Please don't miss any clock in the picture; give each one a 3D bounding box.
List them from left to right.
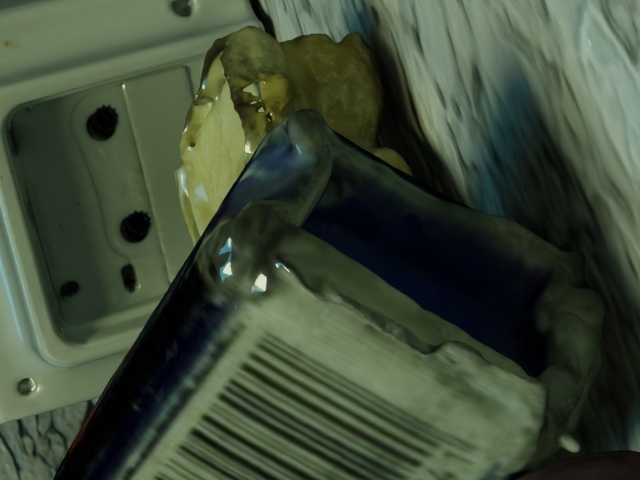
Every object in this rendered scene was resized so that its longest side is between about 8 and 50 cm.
[{"bbox_3d":[-0.131,-0.032,1.099,0.116,0.231,0.262,-149,44,-66],"label":"clock"}]

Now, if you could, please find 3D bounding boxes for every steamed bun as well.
[{"bbox_3d":[0.000,0.000,0.875,0.192,0.106,0.177,111,146,-55],"label":"steamed bun"}]

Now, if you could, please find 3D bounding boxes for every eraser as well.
[{"bbox_3d":[-0.019,0.092,0.750,0.332,0.155,0.101,-54,8,49],"label":"eraser"}]

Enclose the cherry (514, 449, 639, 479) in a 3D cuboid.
[{"bbox_3d":[0.098,0.187,0.517,0.213,0.184,0.266,112,161,-53],"label":"cherry"}]
